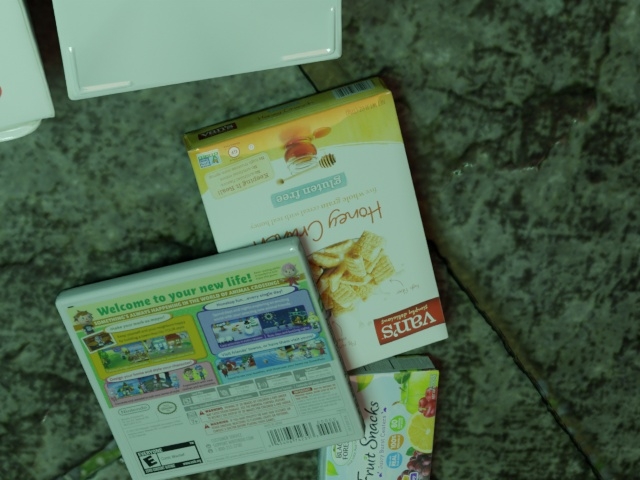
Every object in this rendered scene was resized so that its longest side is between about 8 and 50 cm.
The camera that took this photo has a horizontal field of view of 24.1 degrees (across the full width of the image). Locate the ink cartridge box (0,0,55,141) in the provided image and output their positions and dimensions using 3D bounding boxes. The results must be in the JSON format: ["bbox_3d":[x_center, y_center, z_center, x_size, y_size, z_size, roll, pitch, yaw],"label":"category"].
[{"bbox_3d":[-0.351,-0.222,0.938,0.279,0.160,0.385,-15,139,-7],"label":"ink cartridge box"}]

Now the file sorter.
[{"bbox_3d":[-0.100,-0.267,1.000,0.192,0.173,0.278,-11,136,-9],"label":"file sorter"}]

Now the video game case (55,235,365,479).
[{"bbox_3d":[-0.089,0.104,1.255,0.212,0.023,0.193,-13,116,13],"label":"video game case"}]

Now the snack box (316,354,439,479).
[{"bbox_3d":[0.050,0.174,1.347,0.100,0.037,0.141,-3,113,-11],"label":"snack box"}]

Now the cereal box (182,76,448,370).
[{"bbox_3d":[0.000,0.000,1.254,0.173,0.047,0.240,-18,116,-4],"label":"cereal box"}]
